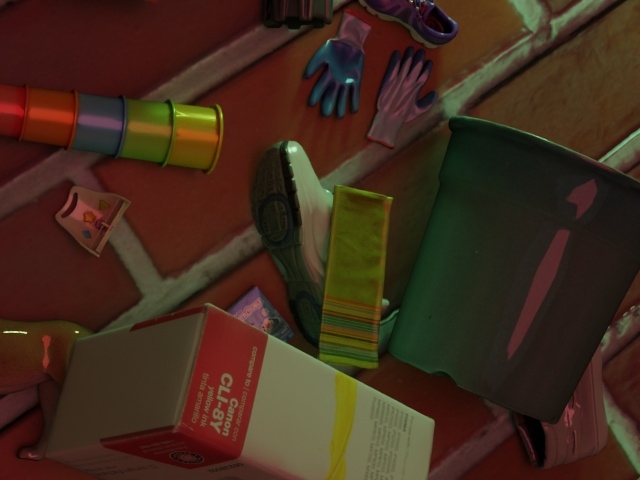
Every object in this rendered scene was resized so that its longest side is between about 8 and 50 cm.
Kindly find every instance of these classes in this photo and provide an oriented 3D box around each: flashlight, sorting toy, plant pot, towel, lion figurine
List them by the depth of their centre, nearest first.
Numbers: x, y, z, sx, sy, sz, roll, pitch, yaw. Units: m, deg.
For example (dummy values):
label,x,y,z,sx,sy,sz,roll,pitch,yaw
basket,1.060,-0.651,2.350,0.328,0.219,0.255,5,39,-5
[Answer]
label,x,y,z,sx,sy,sz,roll,pitch,yaw
lion figurine,-0.394,0.146,1.711,0.392,0.142,0.240,15,76,-36
sorting toy,-0.299,-0.032,1.787,0.075,0.045,0.083,32,78,-12
towel,0.048,0.050,1.847,0.102,0.021,0.237,12,81,-40
flashlight,-0.015,-0.443,1.876,0.103,0.103,0.304,1,88,-25
plant pot,0.267,0.050,1.880,0.341,0.341,0.334,24,88,-20

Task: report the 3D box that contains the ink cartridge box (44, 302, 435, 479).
label,x,y,z,sx,sy,sz,roll,pitch,yaw
ink cartridge box,-0.090,0.241,1.681,0.385,0.279,0.160,30,58,-33

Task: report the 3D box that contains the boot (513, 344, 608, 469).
label,x,y,z,sx,sy,sz,roll,pitch,yaw
boot,0.339,0.205,2.014,0.123,0.095,0.258,-15,96,-29

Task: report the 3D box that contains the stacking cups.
label,x,y,z,sx,sy,sz,roll,pitch,yaw
stacking cups,-0.285,-0.154,1.763,0.316,0.096,0.096,8,86,-22

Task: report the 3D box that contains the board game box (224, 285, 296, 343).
label,x,y,z,sx,sy,sz,roll,pitch,yaw
board game box,-0.094,0.123,1.879,0.090,0.020,0.090,-43,103,-17

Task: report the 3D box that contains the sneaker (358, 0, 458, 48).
label,x,y,z,sx,sy,sz,roll,pitch,yaw
sneaker,0.126,-0.336,1.948,0.170,0.071,0.068,28,79,-19

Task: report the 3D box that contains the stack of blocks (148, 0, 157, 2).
label,x,y,z,sx,sy,sz,roll,pitch,yaw
stack of blocks,-0.240,-0.460,1.705,0.171,0.087,0.297,7,110,-46

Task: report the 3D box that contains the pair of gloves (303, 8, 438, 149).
label,x,y,z,sx,sy,sz,roll,pitch,yaw
pair of gloves,0.075,-0.223,1.952,0.198,0.023,0.159,26,80,-19

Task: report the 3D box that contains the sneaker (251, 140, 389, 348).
label,x,y,z,sx,sy,sz,roll,pitch,yaw
sneaker,0.000,0.000,1.889,0.129,0.111,0.297,-27,106,-32
